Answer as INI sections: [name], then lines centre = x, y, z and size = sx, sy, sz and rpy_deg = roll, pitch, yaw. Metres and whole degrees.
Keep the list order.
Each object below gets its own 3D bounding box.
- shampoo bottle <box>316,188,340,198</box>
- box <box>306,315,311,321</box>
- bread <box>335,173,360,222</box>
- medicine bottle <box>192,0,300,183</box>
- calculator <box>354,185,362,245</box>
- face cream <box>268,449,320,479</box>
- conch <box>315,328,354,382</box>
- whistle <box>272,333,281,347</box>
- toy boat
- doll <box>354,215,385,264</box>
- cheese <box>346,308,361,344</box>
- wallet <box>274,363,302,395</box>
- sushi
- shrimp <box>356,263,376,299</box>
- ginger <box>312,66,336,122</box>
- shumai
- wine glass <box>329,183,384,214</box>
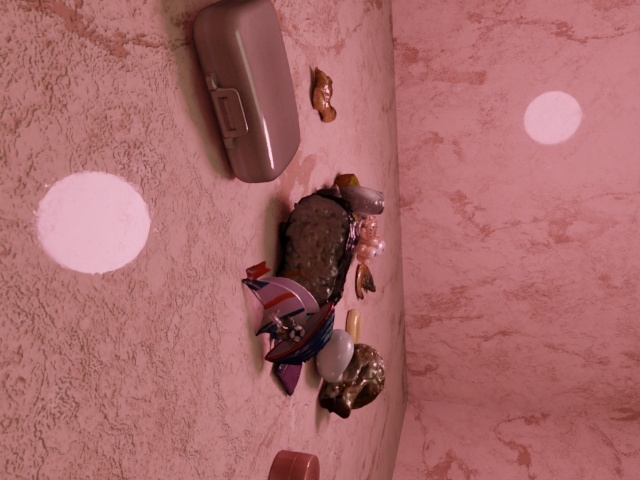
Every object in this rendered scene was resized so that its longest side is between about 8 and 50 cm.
[shampoo bottle]
centre = 0.043, -0.076, 1.721
size = 0.246, 0.080, 0.079
rpy_deg = 71, 28, -46
[box]
centre = -0.012, 0.239, 1.618
size = 0.226, 0.042, 0.161
rpy_deg = 35, 57, -69
[bread]
centre = 0.112, -0.163, 1.948
size = 0.236, 0.070, 0.236
rpy_deg = 1, 90, -73
[medicine bottle]
centre = -0.146, -0.330, 1.050
size = 0.282, 0.123, 0.375
rpy_deg = -64, 150, -51
[calculator]
centre = 0.173, -0.122, 2.208
size = 0.166, 0.028, 0.274
rpy_deg = 67, 28, -49
[face cream]
centre = -0.072, 0.679, 1.341
size = 0.149, 0.104, 0.149
rpy_deg = 0, 90, -72
[conch]
centre = 0.047, 0.402, 1.665
size = 0.185, 0.121, 0.221
rpy_deg = -54, 165, -49
[whistle]
centre = -0.116, 0.259, 1.308
size = 0.029, 0.033, 0.083
rpy_deg = 44, 50, -71
[toy boat]
centre = -0.070, 0.177, 1.216
size = 0.072, 0.219, 0.318
rpy_deg = -140, -143, -63
[doll]
centre = 0.212, -0.020, 2.098
size = 0.154, 0.119, 0.278
rpy_deg = -46, 143, -30
[cheese]
centre = 0.138, 0.436, 2.084
size = 0.127, 0.050, 0.255
rpy_deg = 65, 32, -56
[wallet]
centre = -0.092, 0.374, 1.390
size = 0.166, 0.030, 0.111
rpy_deg = 71, 25, -48
[sushi]
centre = -0.011, 0.041, 1.365
size = 0.171, 0.211, 0.350
rpy_deg = 20, 77, -76
[shrimp]
centre = 0.223, 0.232, 2.345
size = 0.296, 0.058, 0.169
rpy_deg = 59, 42, -52
[ginger]
centre = 0.020, -0.500, 1.668
size = 0.214, 0.059, 0.133
rpy_deg = 34, 62, -67
[shumai]
centre = 0.115, 0.516, 1.764
size = 0.203, 0.222, 0.272
rpy_deg = 33, 68, -65
[wine glass]
centre = 0.132, -0.152, 1.781
size = 0.111, 0.204, 0.111
rpy_deg = -175, -90, -74
